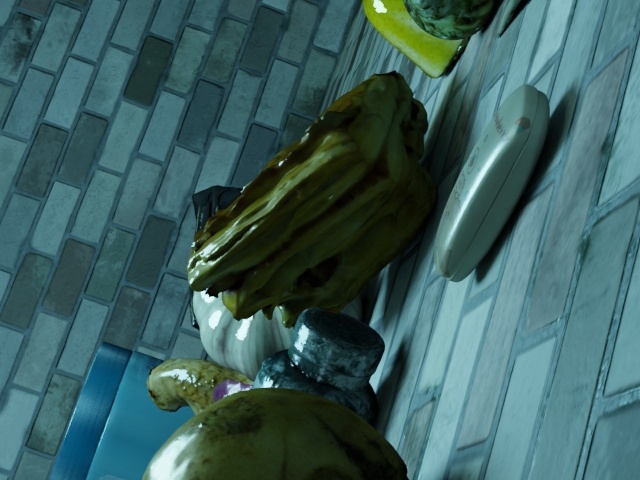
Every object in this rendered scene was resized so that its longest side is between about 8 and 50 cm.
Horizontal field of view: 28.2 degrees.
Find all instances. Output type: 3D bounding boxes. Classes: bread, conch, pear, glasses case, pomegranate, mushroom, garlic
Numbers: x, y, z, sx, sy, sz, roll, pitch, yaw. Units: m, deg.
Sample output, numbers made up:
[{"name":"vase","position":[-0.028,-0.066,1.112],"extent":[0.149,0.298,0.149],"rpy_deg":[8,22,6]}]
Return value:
[{"name":"bread","position":[0.011,-0.044,1.607],"extent":[0.314,0.191,0.370],"rpy_deg":[-42,6,19]},{"name":"conch","position":[0.172,-0.347,1.600],"extent":[0.187,0.124,0.181],"rpy_deg":[-48,26,41]},{"name":"pear","position":[0.137,-0.372,1.780],"extent":[0.267,0.178,0.266],"rpy_deg":[-158,90,-81]},{"name":"glasses case","position":[0.150,-0.048,1.136],"extent":[0.081,0.051,0.204],"rpy_deg":[-76,7,-52]},{"name":"pomegranate","position":[-0.041,0.248,1.029],"extent":[0.260,0.260,0.260],"rpy_deg":[-160,90,-84]},{"name":"mushroom","position":[-0.119,0.273,1.966],"extent":[0.267,0.255,0.267],"rpy_deg":[178,90,-68]},{"name":"garlic","position":[-0.040,0.126,1.795],"extent":[0.245,0.245,0.253],"rpy_deg":[-76,-24,-47]}]

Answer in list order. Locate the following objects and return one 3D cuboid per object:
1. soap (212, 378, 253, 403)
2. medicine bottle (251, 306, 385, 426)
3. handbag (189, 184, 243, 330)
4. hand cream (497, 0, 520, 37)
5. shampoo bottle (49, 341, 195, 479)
[{"name":"soap","position":[-0.073,0.261,1.707],"extent":[0.099,0.162,0.250],"rpy_deg":[-65,6,-12]},{"name":"medicine bottle","position":[-0.025,0.224,1.428],"extent":[0.141,0.141,0.293],"rpy_deg":[-88,18,-72]},{"name":"handbag","position":[-0.144,0.093,2.461],"extent":[0.152,0.342,0.288],"rpy_deg":[-13,53,30]},{"name":"hand cream","position":[0.220,-0.278,1.417],"extent":[0.165,0.037,0.057],"rpy_deg":[101,-173,-77]},{"name":"shampoo bottle","position":[-0.272,0.383,2.216],"extent":[0.331,0.343,0.331],"rpy_deg":[-161,90,-84]}]
